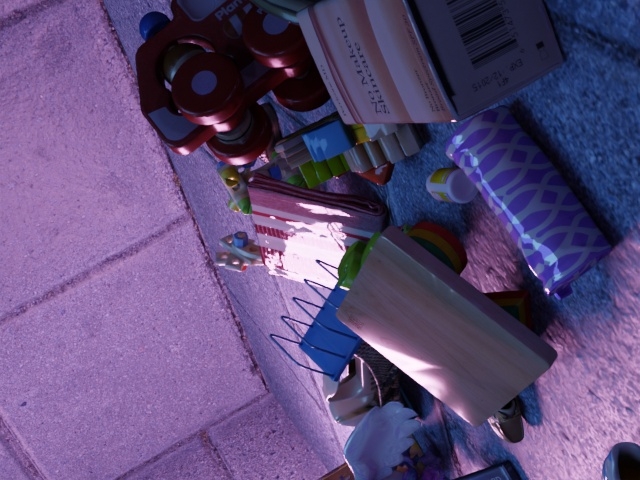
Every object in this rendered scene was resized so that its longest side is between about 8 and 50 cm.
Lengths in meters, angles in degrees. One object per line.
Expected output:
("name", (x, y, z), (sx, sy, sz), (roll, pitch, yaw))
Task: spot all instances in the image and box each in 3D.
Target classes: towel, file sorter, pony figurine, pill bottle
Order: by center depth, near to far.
("pill bottle", (0.163, -0.070, 1.187), (0.043, 0.043, 0.083), (65, 167, -13))
("file sorter", (0.007, 0.135, 1.643), (0.104, 0.170, 0.118), (24, -169, -43))
("towel", (0.000, 0.000, 1.682), (0.236, 0.037, 0.329), (14, 153, 10))
("pony figurine", (0.143, 0.507, 1.877), (0.303, 0.351, 0.363), (47, -169, 11))

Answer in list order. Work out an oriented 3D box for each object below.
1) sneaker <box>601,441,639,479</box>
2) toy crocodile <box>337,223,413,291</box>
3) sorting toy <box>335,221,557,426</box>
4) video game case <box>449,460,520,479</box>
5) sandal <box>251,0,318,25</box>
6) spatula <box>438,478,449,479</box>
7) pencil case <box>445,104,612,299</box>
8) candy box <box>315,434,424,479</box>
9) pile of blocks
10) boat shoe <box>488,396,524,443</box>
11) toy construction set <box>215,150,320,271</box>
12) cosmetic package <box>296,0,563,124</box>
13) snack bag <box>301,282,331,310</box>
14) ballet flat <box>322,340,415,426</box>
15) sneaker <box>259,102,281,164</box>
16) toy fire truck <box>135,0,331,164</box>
("sneaker", (0.391, 0.321, 1.036), (0.229, 0.087, 0.092), (46, 158, 44))
("toy crocodile", (0.111, 0.031, 1.456), (0.115, 0.105, 0.340), (21, 164, -10))
("sorting toy", (0.172, 0.101, 1.258), (0.257, 0.089, 0.255), (38, 151, 8))
("video game case", (0.333, 0.529, 1.646), (0.274, 0.026, 0.196), (60, 143, 8))
("sandal", (-0.072, -0.342, 1.179), (0.302, 0.120, 0.086), (32, 115, 27))
("spatula", (0.296, 0.555, 1.976), (0.296, 0.030, 0.084), (171, 82, -74))
("pencil case", (0.208, -0.042, 0.973), (0.206, 0.086, 0.088), (58, 147, 18))
("candy box", (0.106, 0.582, 2.135), (0.183, 0.316, 0.087), (60, 166, 8))
("pile of blocks", (0.034, -0.120, 1.344), (0.113, 0.148, 0.362), (63, 166, -9))
("boat shoe", (0.272, 0.248, 1.408), (0.135, 0.050, 0.045), (64, 172, -12))
("toy construction set", (-0.107, -0.044, 1.838), (0.328, 0.214, 0.151), (103, 149, -49))
("cosmetic package", (0.096, -0.210, 0.965), (0.153, 0.129, 0.296), (64, 167, -12))
("snack bag", (0.017, 0.115, 2.130), (0.343, 0.037, 0.323), (58, 167, 17))
("ballet flat", (0.085, 0.273, 1.877), (0.164, 0.182, 0.483), (49, 163, 31))
("sneaker", (-0.115, -0.193, 1.919), (0.066, 0.071, 0.188), (48, 161, 45))
("toy fire truck", (-0.136, -0.274, 1.362), (0.254, 0.302, 0.169), (51, 179, 25))
